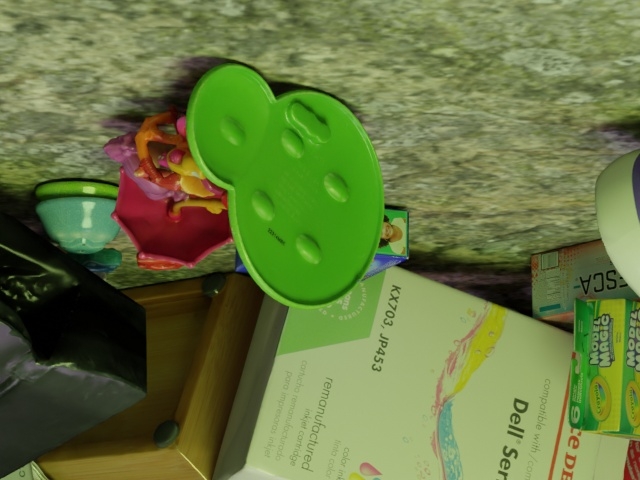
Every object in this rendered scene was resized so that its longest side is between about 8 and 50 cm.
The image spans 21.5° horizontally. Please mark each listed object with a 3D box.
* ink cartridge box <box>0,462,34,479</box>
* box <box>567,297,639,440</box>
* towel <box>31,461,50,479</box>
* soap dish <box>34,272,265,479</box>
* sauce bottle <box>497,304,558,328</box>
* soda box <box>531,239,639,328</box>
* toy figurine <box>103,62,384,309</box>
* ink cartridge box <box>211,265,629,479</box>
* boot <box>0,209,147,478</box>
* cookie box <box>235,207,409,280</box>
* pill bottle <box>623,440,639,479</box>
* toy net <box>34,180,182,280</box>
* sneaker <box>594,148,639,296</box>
[{"bbox_3d":[-0.372,0.209,1.448,0.330,0.324,0.071,-20,168,39],"label":"ink cartridge box"},{"bbox_3d":[0.259,0.105,1.312,0.179,0.105,0.043,13,167,-39],"label":"box"},{"bbox_3d":[-0.244,0.245,1.454,0.113,0.023,0.152,-24,114,39],"label":"towel"},{"bbox_3d":[-0.169,0.146,1.492,0.291,0.229,0.118,-10,137,31],"label":"soap dish"},{"bbox_3d":[0.204,0.130,1.648,0.111,0.111,0.344,-4,163,15],"label":"sauce bottle"},{"bbox_3d":[0.256,0.028,1.347,0.063,0.058,0.183,13,161,-41],"label":"soda box"},{"bbox_3d":[-0.074,-0.035,1.030,0.159,0.130,0.173,-1,147,43],"label":"toy figurine"},{"bbox_3d":[0.112,0.159,1.373,0.353,0.207,0.119,20,156,-12],"label":"ink cartridge box"},{"bbox_3d":[-0.392,0.118,1.191,0.445,0.146,0.367,-30,146,31],"label":"boot"},{"bbox_3d":[0.000,0.000,1.266,0.107,0.040,0.092,5,165,-22],"label":"cookie box"},{"bbox_3d":[0.401,0.168,1.502,0.229,0.229,0.408,5,155,-18],"label":"pill bottle"},{"bbox_3d":[-0.174,0.004,1.286,0.122,0.045,0.232,3,167,-21],"label":"toy net"},{"bbox_3d":[0.356,-0.023,1.052,0.323,0.130,0.236,17,149,-37],"label":"sneaker"}]
